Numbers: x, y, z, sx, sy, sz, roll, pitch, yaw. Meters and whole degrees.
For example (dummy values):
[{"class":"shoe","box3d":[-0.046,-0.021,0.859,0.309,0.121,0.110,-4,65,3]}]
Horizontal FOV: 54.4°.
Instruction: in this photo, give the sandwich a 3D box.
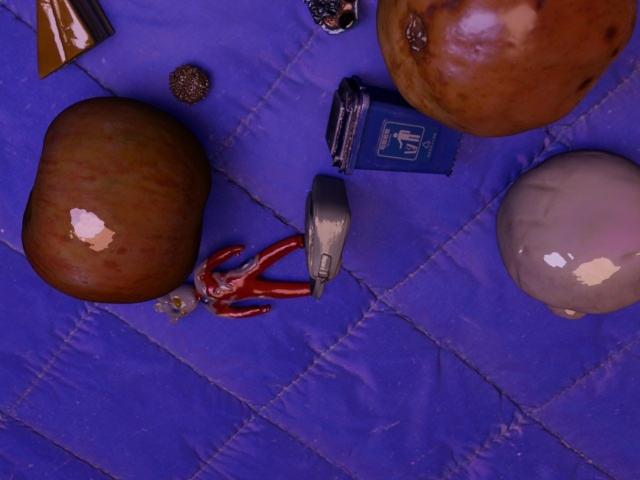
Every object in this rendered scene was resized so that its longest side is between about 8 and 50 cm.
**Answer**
[{"class":"sandwich","box3d":[-0.497,-0.420,1.152,0.144,0.117,0.187,-21,114,13]}]

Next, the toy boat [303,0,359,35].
[{"class":"toy boat","box3d":[0.004,-0.471,1.081,0.100,0.097,0.223,-15,115,11]}]

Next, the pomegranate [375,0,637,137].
[{"class":"pomegranate","box3d":[0.292,-0.352,0.972,0.410,0.410,0.410,3,117,5]}]

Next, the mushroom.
[{"class":"mushroom","box3d":[0.473,0.010,1.166,0.315,0.315,0.356,17,115,-2]}]

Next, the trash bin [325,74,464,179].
[{"class":"trash bin","box3d":[0.135,-0.209,1.172,0.234,0.184,0.162,7,119,-10]}]

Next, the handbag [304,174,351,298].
[{"class":"handbag","box3d":[0.000,0.000,1.235,0.079,0.256,0.219,9,110,-5]}]

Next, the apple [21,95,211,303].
[{"class":"apple","box3d":[-0.367,-0.070,1.178,0.333,0.400,0.400,14,121,-28]}]

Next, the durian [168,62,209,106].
[{"class":"durian","box3d":[-0.256,-0.300,1.215,0.080,0.080,0.091,5,134,4]}]

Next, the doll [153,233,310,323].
[{"class":"doll","box3d":[-0.199,0.100,1.404,0.384,0.099,0.188,-16,114,11]}]
